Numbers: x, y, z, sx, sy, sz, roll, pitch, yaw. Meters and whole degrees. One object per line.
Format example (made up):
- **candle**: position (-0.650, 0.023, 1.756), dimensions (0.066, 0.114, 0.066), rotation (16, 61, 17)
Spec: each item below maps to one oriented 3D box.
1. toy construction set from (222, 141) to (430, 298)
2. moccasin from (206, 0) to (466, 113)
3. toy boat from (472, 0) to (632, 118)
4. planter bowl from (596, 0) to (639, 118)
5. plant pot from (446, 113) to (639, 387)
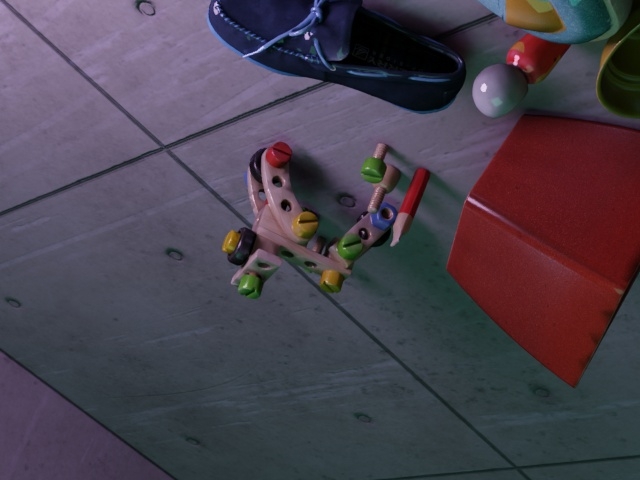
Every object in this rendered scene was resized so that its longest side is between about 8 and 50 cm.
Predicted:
- **toy construction set**: position (0.000, 0.000, 1.939), dimensions (0.309, 0.237, 0.257), rotation (-12, 133, 41)
- **moccasin**: position (0.029, -0.271, 1.650), dimensions (0.342, 0.137, 0.117), rotation (14, 162, -10)
- **toy boat**: position (0.225, -0.266, 1.464), dimensions (0.267, 0.148, 0.318), rotation (39, 166, 27)
- **planter bowl**: position (0.399, -0.241, 1.460), dimensions (0.217, 0.090, 0.217), rotation (-13, 150, -8)
- **plant pot**: position (0.320, -0.011, 1.734), dimensions (0.236, 0.267, 0.267), rotation (28, 148, 14)
